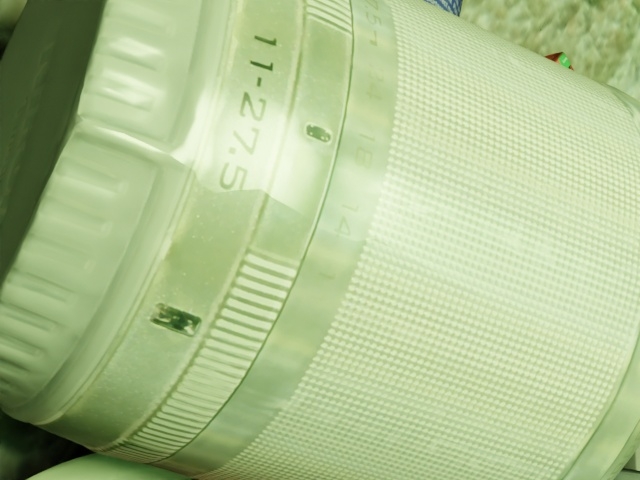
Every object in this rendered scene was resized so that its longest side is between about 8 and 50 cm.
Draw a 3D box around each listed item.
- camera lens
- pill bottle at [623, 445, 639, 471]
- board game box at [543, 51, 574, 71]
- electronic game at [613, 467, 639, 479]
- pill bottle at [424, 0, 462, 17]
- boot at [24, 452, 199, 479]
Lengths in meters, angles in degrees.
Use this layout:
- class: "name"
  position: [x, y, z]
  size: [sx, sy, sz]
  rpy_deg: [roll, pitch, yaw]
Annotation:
- class: "camera lens"
  position: [0.000, 0.000, 0.544]
  size: [0.274, 0.219, 0.219]
  rpy_deg: [20, 69, -24]
- class: "pill bottle"
  position: [0.246, 0.095, 0.801]
  size: [0.161, 0.161, 0.283]
  rpy_deg: [-8, 97, -44]
- class: "board game box"
  position: [0.118, 0.012, 0.812]
  size: [0.281, 0.027, 0.145]
  rpy_deg: [-48, 116, -38]
- class: "electronic game"
  position: [0.154, 0.240, 0.714]
  size: [0.229, 0.048, 0.229]
  rpy_deg: [0, 94, -4]
- class: "pill bottle"
  position: [0.026, -0.154, 0.697]
  size: [0.112, 0.112, 0.186]
  rpy_deg: [29, 64, -36]
- class: "boot"
  position: [-0.040, 0.173, 0.532]
  size: [0.244, 0.088, 0.176]
  rpy_deg: [-6, 43, -44]
